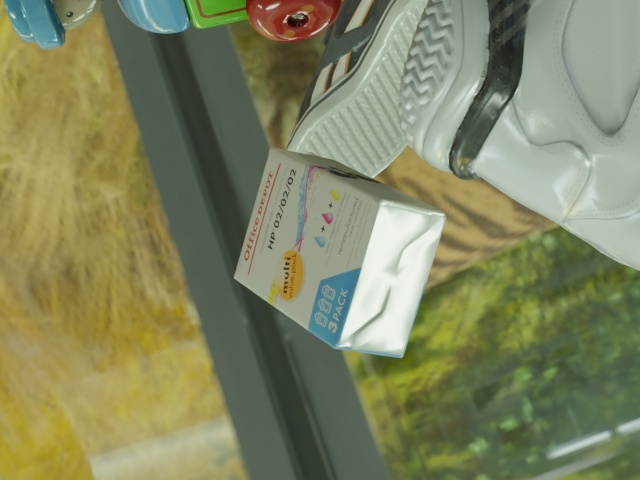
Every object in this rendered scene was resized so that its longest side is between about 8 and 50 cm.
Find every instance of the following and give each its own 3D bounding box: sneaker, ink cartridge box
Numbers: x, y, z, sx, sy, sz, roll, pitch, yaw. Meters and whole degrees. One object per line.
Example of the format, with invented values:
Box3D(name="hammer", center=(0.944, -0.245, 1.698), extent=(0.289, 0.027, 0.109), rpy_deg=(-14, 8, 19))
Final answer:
Box3D(name="sneaker", center=(0.058, -0.189, 1.443), extent=(0.126, 0.127, 0.321), rpy_deg=(15, 131, -28))
Box3D(name="sneaker", center=(0.183, -0.132, 0.533), extent=(0.137, 0.210, 0.366), rpy_deg=(-24, 147, -46))
Box3D(name="ink cartridge box", center=(0.000, 0.000, 0.912), extent=(0.061, 0.181, 0.104), rpy_deg=(10, 101, -35))

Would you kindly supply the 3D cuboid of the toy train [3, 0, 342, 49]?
Box3D(name="toy train", center=(-0.077, -0.167, 0.497), extent=(0.143, 0.105, 0.248), rpy_deg=(-14, 153, -1))
